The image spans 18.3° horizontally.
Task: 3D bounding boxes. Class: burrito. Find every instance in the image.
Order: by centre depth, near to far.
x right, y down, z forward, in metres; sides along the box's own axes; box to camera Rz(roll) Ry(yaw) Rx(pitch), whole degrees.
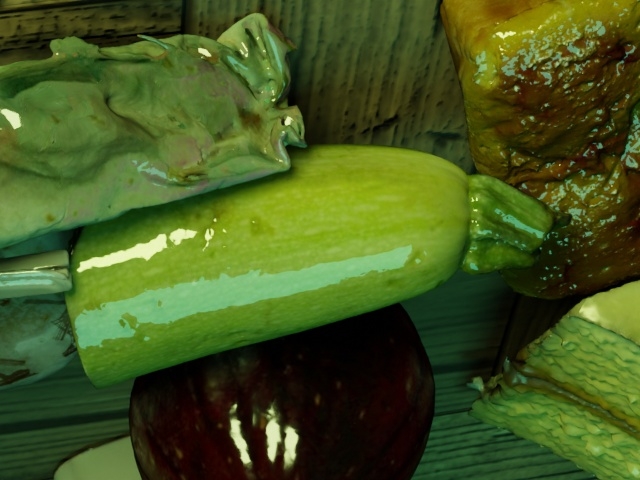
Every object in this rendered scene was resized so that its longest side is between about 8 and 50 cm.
[{"bbox_3d":[-0.140,-0.049,1.009,0.309,0.096,0.066,-17,176,-32],"label":"burrito"}]

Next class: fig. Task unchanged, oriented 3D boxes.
[{"bbox_3d":[-0.024,0.136,1.232,0.186,0.249,0.203,39,113,-22],"label":"fig"}]

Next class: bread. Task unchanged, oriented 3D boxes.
[{"bbox_3d":[0.154,-0.064,1.173,0.139,0.077,0.271,-19,144,-2],"label":"bread"},{"bbox_3d":[0.226,0.096,1.356,0.142,0.178,0.266,-46,176,-17],"label":"bread"}]

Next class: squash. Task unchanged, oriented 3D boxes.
[{"bbox_3d":[-0.005,-0.015,1.125,0.287,0.137,0.137,-15,147,2],"label":"squash"}]

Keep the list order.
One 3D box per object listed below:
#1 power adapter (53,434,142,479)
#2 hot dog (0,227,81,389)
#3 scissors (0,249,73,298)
[{"bbox_3d":[-0.071,0.255,1.381,0.187,0.255,0.124,-19,144,4],"label":"power adapter"},{"bbox_3d":[-0.210,-0.003,1.108,0.144,0.075,0.268,-23,143,2],"label":"hot dog"},{"bbox_3d":[-0.233,0.029,1.051,0.204,0.027,0.101,-9,149,2],"label":"scissors"}]
